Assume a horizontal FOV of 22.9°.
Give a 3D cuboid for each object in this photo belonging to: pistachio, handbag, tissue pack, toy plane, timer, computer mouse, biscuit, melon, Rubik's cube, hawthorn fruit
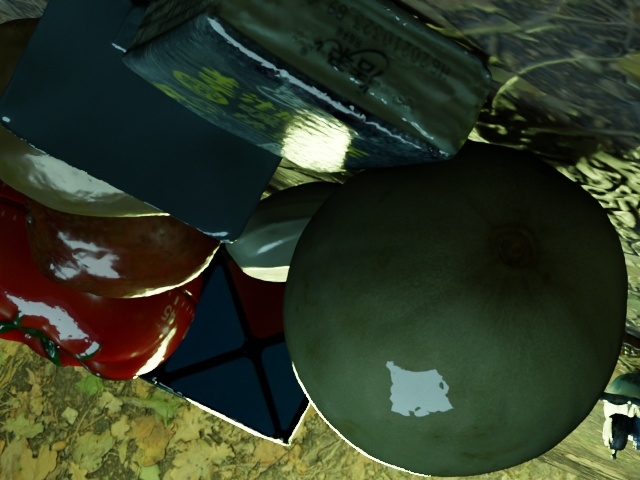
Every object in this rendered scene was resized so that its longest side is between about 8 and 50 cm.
[{"bbox_3d":[-0.173,-0.107,1.353,0.261,0.162,0.212,3,148,22],"label":"pistachio"},{"bbox_3d":[-0.131,-0.108,1.251,0.221,0.144,0.057,28,-166,-6],"label":"handbag"},{"bbox_3d":[-0.019,-0.116,1.080,0.185,0.081,0.257,28,171,-17],"label":"tissue pack"},{"bbox_3d":[0.369,0.195,1.783,0.254,0.105,0.271,12,168,-5],"label":"toy plane"},{"bbox_3d":[-0.348,0.028,2.212,0.378,0.279,0.378,23,165,6],"label":"timer"},{"bbox_3d":[0.000,-0.007,1.629,0.197,0.095,0.331,4,175,-3],"label":"computer mouse"},{"bbox_3d":[0.317,0.109,1.686,0.082,0.016,0.092,23,169,16],"label":"biscuit"},{"bbox_3d":[0.099,0.051,1.166,0.272,0.271,0.308,24,-175,9],"label":"melon"},{"bbox_3d":[-0.124,0.156,2.467,0.246,0.248,0.250,28,172,-11],"label":"Rubik's cube"},{"bbox_3d":[-0.189,-0.035,1.693,0.253,0.205,0.205,5,177,-15],"label":"hawthorn fruit"}]
